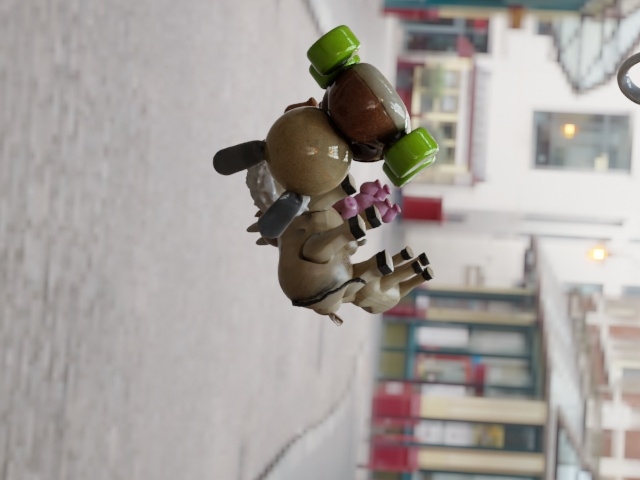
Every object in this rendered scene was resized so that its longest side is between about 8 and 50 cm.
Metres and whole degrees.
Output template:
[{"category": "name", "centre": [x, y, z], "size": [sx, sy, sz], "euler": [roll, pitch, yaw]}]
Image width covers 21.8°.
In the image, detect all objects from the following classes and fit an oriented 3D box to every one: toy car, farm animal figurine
[{"category": "toy car", "centre": [-0.004, -0.091, 1.640], "size": [0.155, 0.188, 0.149], "euler": [53, -2, 5]}, {"category": "farm animal figurine", "centre": [0.000, 0.000, 2.173], "size": [0.330, 0.172, 0.327], "euler": [56, 14, -17]}]

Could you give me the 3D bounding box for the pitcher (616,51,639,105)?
[{"category": "pitcher", "centre": [0.423, -0.198, 1.850], "size": [0.125, 0.177, 0.207], "euler": [-60, 163, -29]}]
